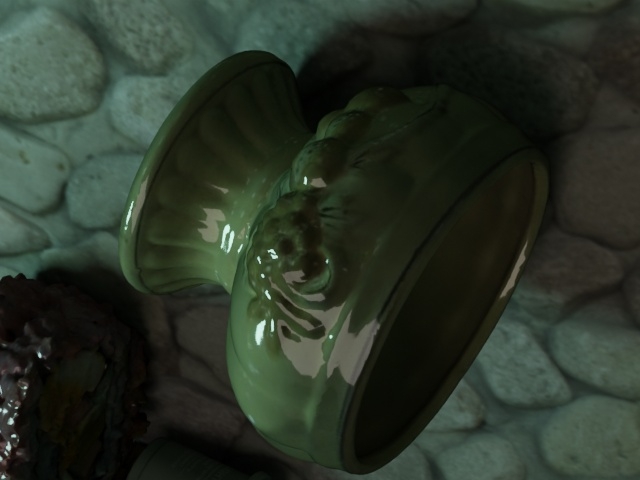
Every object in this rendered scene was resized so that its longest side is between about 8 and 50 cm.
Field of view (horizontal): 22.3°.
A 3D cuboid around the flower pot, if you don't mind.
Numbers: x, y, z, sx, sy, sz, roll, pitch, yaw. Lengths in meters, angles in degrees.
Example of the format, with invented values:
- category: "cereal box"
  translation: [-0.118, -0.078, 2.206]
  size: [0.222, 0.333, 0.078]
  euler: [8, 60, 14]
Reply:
- category: "flower pot"
  translation: [0.000, 0.000, 1.227]
  size: [0.244, 0.307, 0.307]
  euler: [29, 138, 20]

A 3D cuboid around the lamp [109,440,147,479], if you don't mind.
- category: "lamp"
  translation: [-0.341, 0.246, 1.758]
  size: [0.325, 0.089, 0.090]
  euler: [9, 132, 19]

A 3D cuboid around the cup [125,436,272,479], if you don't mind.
- category: "cup"
  translation: [-0.124, 0.265, 1.650]
  size: [0.141, 0.120, 0.120]
  euler: [29, 137, 14]

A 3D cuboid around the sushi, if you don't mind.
- category: "sushi"
  translation: [-0.292, 0.165, 1.558]
  size: [0.171, 0.236, 0.270]
  euler: [25, 131, 20]
